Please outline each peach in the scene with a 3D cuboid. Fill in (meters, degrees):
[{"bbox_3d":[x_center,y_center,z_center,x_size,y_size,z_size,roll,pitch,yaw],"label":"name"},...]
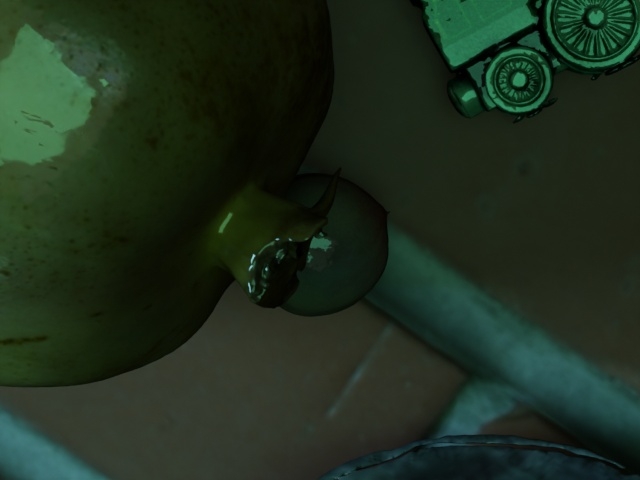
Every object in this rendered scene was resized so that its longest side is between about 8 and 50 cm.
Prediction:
[{"bbox_3d":[-0.001,0.001,1.069,0.083,0.083,0.083,0,100,-2],"label":"peach"}]

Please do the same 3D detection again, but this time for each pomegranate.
[{"bbox_3d":[-0.132,-0.072,0.946,0.319,0.319,0.319,0,100,-2],"label":"pomegranate"}]

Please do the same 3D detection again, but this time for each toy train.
[{"bbox_3d":[0.139,-0.138,1.056,0.178,0.071,0.104,-30,89,4],"label":"toy train"}]

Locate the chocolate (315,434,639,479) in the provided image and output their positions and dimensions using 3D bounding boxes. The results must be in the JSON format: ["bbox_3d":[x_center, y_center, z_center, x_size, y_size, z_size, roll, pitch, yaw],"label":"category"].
[{"bbox_3d":[0.092,0.277,1.038,0.303,0.303,0.213,-5,126,-1],"label":"chocolate"}]
